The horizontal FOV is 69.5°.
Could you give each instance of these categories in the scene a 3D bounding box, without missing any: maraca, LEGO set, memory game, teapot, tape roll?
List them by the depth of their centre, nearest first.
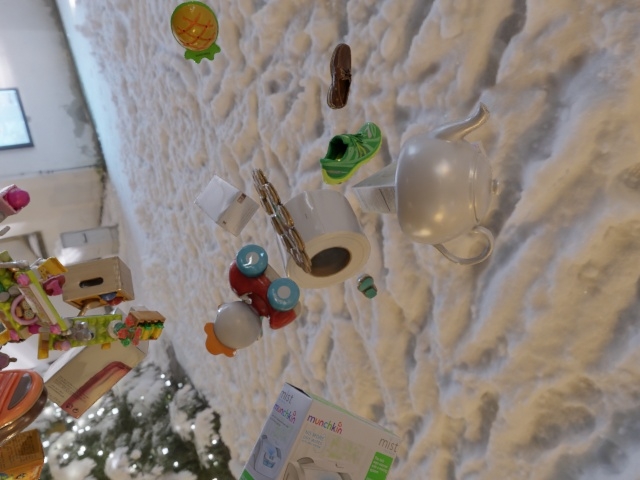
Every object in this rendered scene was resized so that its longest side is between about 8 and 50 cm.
[{"bbox_3d":[-0.275,0.074,0.527,0.107,0.132,0.287,-4,139,31],"label":"LEGO set"},{"bbox_3d":[-0.063,-0.029,0.724,0.186,0.012,0.186,57,168,19],"label":"memory game"},{"bbox_3d":[0.272,-0.103,0.947,0.187,0.256,0.252,3,72,26],"label":"teapot"},{"bbox_3d":[-0.339,-0.567,1.264,0.185,0.127,0.099,87,168,-60],"label":"maraca"},{"bbox_3d":[0.000,0.000,1.303,0.246,0.246,0.169,108,150,-45],"label":"tape roll"}]

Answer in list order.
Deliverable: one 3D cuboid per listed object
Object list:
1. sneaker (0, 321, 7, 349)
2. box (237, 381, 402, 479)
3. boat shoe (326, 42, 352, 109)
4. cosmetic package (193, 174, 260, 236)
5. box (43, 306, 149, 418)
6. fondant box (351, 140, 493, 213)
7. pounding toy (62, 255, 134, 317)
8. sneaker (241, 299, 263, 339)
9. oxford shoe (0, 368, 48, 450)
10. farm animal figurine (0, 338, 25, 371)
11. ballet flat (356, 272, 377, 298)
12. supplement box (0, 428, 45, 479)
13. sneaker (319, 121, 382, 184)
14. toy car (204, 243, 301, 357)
[{"bbox_3d":[-0.694,0.182,0.883,0.110,0.283,0.122,31,164,49],"label":"sneaker"},{"bbox_3d":[0.001,0.451,0.935,0.127,0.262,0.231,4,63,59],"label":"box"},{"bbox_3d":[0.063,-0.456,1.284,0.060,0.064,0.177,22,108,54],"label":"boat shoe"},{"bbox_3d":[-0.279,-0.107,1.355,0.117,0.085,0.231,-53,37,-1],"label":"cosmetic package"},{"bbox_3d":[-0.577,0.312,1.196,0.127,0.232,0.149,50,174,-19],"label":"box"},{"bbox_3d":[0.269,-0.168,1.286,0.096,0.238,0.330,63,162,-16],"label":"fondant box"},{"bbox_3d":[-0.470,0.110,0.955,0.130,0.141,0.100,114,142,-69],"label":"pounding toy"},{"bbox_3d":[-0.202,0.224,1.545,0.107,0.110,0.275,36,132,36],"label":"sneaker"},{"bbox_3d":[-0.527,0.311,0.695,0.132,0.364,0.130,51,-164,-32],"label":"oxford shoe"},{"bbox_3d":[-0.902,0.274,1.263,0.327,0.172,0.330,30,102,18],"label":"farm animal figurine"},{"bbox_3d":[0.166,0.161,1.739,0.067,0.073,0.206,60,178,29],"label":"ballet flat"},{"bbox_3d":[-0.655,0.437,0.860,0.080,0.233,0.078,46,122,31],"label":"supplement box"},{"bbox_3d":[0.102,-0.302,1.495,0.110,0.295,0.123,13,142,39],"label":"sneaker"},{"bbox_3d":[-0.189,0.163,1.098,0.210,0.238,0.219,46,161,8],"label":"toy car"}]
